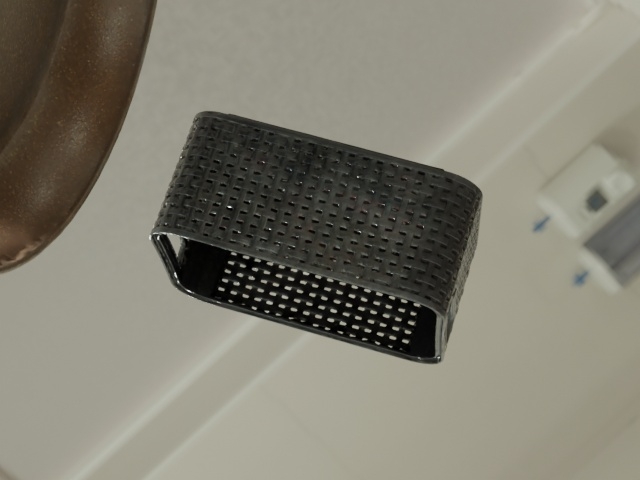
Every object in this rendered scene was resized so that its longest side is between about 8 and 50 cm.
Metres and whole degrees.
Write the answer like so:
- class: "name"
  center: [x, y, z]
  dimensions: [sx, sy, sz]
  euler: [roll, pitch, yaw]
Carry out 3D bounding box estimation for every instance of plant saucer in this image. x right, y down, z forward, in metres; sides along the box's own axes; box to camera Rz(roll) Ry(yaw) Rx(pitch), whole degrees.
- class: "plant saucer"
  center: [-0.139, -0.140, 0.611]
  dimensions: [0.050, 0.311, 0.310]
  euler: [10, 171, 13]

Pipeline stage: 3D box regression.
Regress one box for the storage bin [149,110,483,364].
- class: "storage bin"
  center: [0.000, 0.000, 0.865]
  dimensions: [0.180, 0.084, 0.122]
  euler: [16, 161, 10]
